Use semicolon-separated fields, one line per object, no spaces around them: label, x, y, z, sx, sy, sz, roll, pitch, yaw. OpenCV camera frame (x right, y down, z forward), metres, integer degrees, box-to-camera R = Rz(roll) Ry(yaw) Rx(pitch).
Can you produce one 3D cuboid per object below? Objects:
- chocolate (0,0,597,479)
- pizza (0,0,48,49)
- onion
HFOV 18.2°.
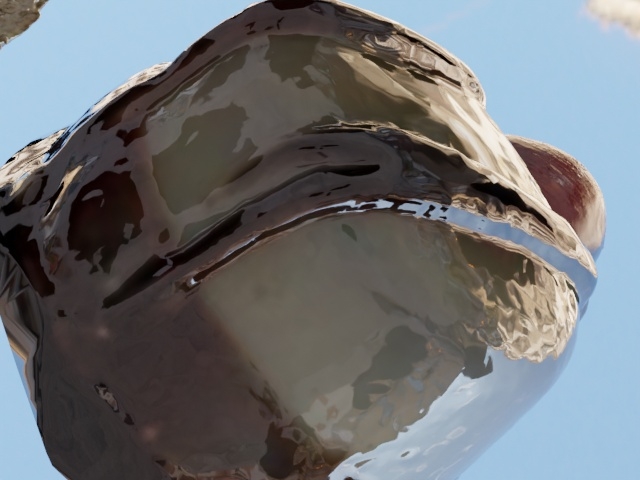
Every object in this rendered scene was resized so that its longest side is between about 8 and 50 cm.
chocolate;0.000;0.000;0.936;0.186;0.283;0.284;-44;-132;32
pizza;-0.251;-0.127;1.249;0.134;0.056;0.271;-3;-151;30
onion;0.105;0.003;1.152;0.131;0.131;0.131;-7;-123;10
